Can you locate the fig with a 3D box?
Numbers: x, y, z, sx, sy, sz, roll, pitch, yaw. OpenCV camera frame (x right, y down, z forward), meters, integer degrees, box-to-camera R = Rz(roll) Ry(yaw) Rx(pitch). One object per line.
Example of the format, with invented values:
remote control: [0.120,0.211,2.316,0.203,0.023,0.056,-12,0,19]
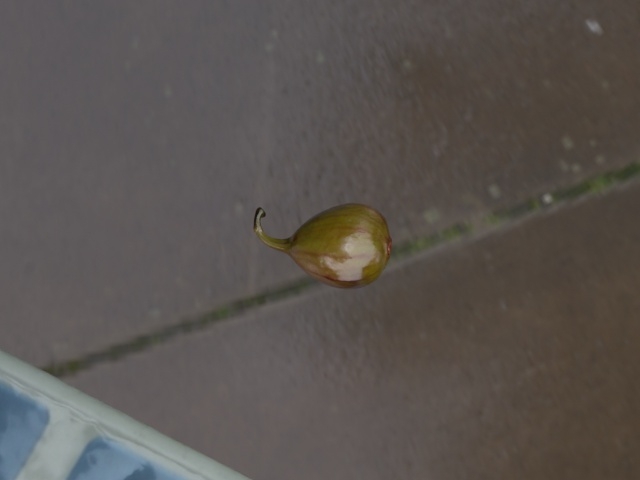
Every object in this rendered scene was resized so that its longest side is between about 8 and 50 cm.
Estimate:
fig: [0.000,0.000,1.051,0.083,0.050,0.050,12,119,19]

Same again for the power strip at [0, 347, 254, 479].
power strip: [-0.024,0.108,0.416,0.367,0.043,0.106,26,74,9]
